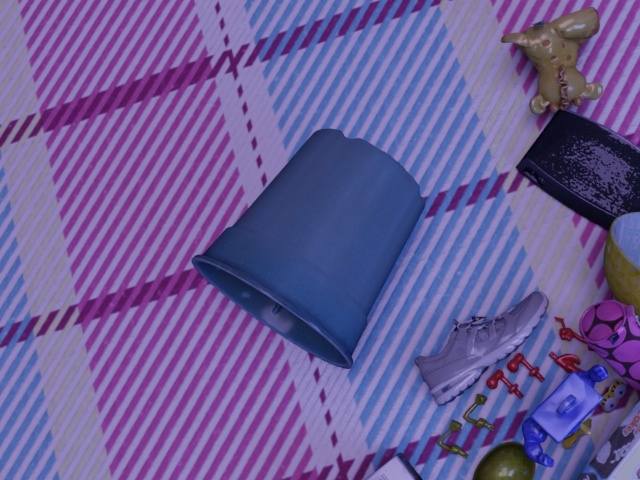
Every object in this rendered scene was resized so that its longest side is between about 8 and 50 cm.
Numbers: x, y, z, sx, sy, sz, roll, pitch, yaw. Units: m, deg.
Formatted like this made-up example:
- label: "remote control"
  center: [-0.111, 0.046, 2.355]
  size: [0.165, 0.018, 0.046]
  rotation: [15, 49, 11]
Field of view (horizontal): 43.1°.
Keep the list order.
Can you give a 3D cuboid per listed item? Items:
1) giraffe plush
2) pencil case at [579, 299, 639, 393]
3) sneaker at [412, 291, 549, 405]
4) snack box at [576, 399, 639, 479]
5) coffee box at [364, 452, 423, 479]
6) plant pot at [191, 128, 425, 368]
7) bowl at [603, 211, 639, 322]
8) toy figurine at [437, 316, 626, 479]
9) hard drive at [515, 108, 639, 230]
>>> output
- label: "giraffe plush"
  center: [0.460, -0.337, 1.556]
  size: [0.181, 0.210, 0.170]
  rotation: [-13, 98, 37]
- label: "pencil case"
  center: [0.528, 0.186, 1.351]
  size: [0.098, 0.209, 0.095]
  rotation: [-36, 31, 27]
- label: "sneaker"
  center: [0.294, 0.176, 1.484]
  size: [0.281, 0.105, 0.115]
  rotation: [-39, 74, -1]
- label: "snack box"
  center: [0.559, 0.375, 1.342]
  size: [0.187, 0.060, 0.322]
  rotation: [34, 97, -20]
- label: "coffee box"
  center: [0.184, 0.520, 1.389]
  size: [0.119, 0.168, 0.297]
  rotation: [-38, 75, -1]
- label: "plant pot"
  center: [0.000, 0.000, 1.475]
  size: [0.341, 0.341, 0.334]
  rotation: [30, 75, 14]
- label: "bowl"
  center: [0.614, 0.093, 1.412]
  size: [0.290, 0.289, 0.156]
  rotation: [26, 125, 14]
- label: "toy figurine"
  center: [0.373, 0.289, 1.388]
  size: [0.362, 0.217, 0.191]
  rotation: [-42, 74, -3]
- label: "hard drive"
  center: [0.526, -0.136, 1.548]
  size: [0.255, 0.054, 0.172]
  rotation: [36, 84, 15]
